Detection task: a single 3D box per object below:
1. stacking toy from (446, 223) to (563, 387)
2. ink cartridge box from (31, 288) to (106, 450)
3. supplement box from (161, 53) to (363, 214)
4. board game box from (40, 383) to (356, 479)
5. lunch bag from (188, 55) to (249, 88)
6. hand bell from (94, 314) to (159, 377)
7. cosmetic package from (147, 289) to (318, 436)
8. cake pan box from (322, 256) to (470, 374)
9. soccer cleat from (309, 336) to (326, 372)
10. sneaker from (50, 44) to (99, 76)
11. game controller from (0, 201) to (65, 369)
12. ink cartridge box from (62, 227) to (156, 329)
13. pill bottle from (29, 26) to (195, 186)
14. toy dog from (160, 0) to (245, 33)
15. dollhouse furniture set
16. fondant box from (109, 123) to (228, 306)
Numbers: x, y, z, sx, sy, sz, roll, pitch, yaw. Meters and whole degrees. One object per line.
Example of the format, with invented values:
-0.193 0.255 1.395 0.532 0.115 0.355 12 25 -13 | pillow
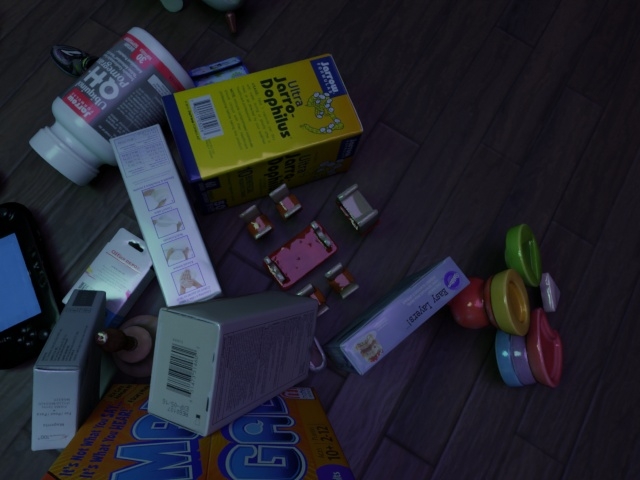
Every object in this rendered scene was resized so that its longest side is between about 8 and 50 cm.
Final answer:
0.388 0.134 0.942 0.309 0.130 0.280 52 45 -26 | stacking toy
-0.397 0.239 0.730 0.060 0.275 0.239 6 104 -20 | ink cartridge box
-0.119 -0.220 0.965 0.356 0.194 0.196 -19 77 -11 | supplement box
-0.165 0.439 0.638 0.355 0.356 0.357 5 91 -10 | board game box
-0.225 -0.357 1.049 0.128 0.096 0.151 -20 64 -9 | lunch bag
-0.344 0.182 0.807 0.126 0.242 0.126 2 74 -7 | hand bell
-0.124 0.179 0.753 0.113 0.309 0.161 9 92 24 | cosmetic package
0.133 0.145 0.870 0.266 0.246 0.070 -37 85 -16 | cake pan box
-0.052 0.183 0.925 0.068 0.076 0.196 -38 82 -15 | soccer cleat
-0.524 -0.399 1.030 0.188 0.078 0.067 28 73 2 | sneaker
-0.615 0.085 0.895 0.166 0.067 0.320 -24 78 -12 | game controller
-0.412 0.079 0.921 0.104 0.061 0.181 32 75 3 | ink cartridge box
-0.431 -0.270 0.947 0.176 0.176 0.319 41 82 6 | pill bottle
-0.309 -0.587 1.067 0.333 0.220 0.161 6 106 3 | toy dog
0.000 0.000 0.975 0.259 0.135 0.262 -36 81 -3 | dollhouse furniture set
-0.276 -0.015 0.870 0.096 0.238 0.331 -22 78 -12 | fondant box
